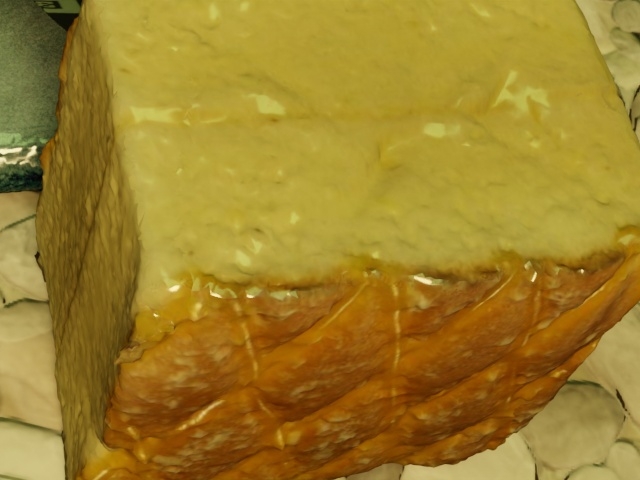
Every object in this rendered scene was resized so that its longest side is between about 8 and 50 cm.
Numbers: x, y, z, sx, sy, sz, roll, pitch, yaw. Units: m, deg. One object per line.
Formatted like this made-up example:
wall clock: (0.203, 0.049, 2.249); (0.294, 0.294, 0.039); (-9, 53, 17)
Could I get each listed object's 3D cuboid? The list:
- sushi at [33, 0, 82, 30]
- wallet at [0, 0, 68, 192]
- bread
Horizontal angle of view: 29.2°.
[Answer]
sushi: (-0.089, -0.129, 0.751); (0.192, 0.050, 0.215); (-5, 23, -23)
wallet: (-0.157, -0.115, 0.814); (0.379, 0.046, 0.190); (-5, 60, -19)
bread: (0.000, 0.000, 0.667); (0.279, 0.279, 0.207); (-5, 61, -19)
